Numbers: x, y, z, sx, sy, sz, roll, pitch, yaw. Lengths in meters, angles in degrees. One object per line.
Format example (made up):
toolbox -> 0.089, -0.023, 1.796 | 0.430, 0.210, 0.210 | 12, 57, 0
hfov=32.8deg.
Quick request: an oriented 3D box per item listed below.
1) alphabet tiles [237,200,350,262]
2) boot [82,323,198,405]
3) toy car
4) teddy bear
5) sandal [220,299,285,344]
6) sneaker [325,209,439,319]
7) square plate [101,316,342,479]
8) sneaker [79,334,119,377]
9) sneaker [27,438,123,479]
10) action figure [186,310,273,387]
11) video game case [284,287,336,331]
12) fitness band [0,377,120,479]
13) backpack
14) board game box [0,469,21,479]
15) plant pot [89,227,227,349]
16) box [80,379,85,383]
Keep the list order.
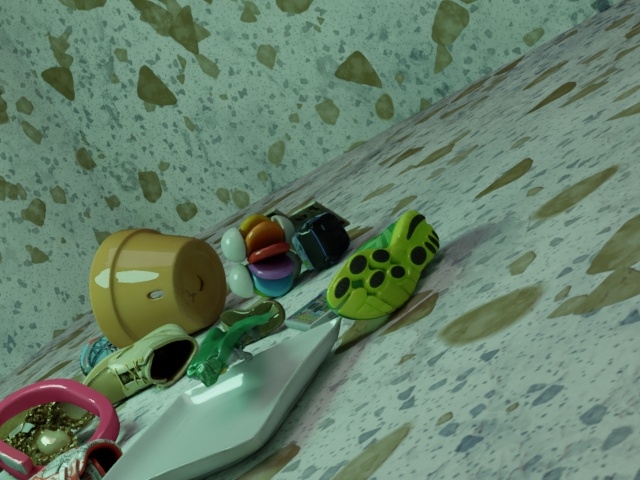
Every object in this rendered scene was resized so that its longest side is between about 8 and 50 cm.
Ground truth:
alphabet tiles -> -0.062, -0.013, 2.379 | 0.237, 0.198, 0.009 | -28, 49, 31
boot -> -0.366, 0.266, 2.178 | 0.262, 0.095, 0.203 | -32, 10, -12
toy car -> -0.109, 0.039, 2.261 | 0.159, 0.182, 0.136 | -18, 19, -24
teddy bear -> -0.575, 0.398, 2.161 | 0.338, 0.113, 0.245 | -27, 33, 22
sandal -> -0.119, 0.148, 2.023 | 0.180, 0.072, 0.049 | -22, -2, 44
sneaker -> 0.092, 0.057, 1.710 | 0.123, 0.109, 0.295 | -42, -3, 37
square plate -> -0.146, 0.260, 1.562 | 0.344, 0.049, 0.347 | -28, 11, 29
sneaker -> -0.462, 0.237, 2.575 | 0.125, 0.104, 0.262 | -34, 6, 43
sneaker -> -0.415, 0.395, 1.646 | 0.145, 0.090, 0.270 | -28, 8, 45
action figure -> -0.150, 0.176, 1.670 | 0.137, 0.063, 0.232 | -29, 5, 14
video game case -> 0.016, 0.110, 1.897 | 0.143, 0.019, 0.157 | -36, 10, -15
fitness band -> -0.491, 0.343, 1.974 | 0.291, 0.054, 0.209 | 16, 41, 44
backpack -> 0.000, 0.000, 2.264 | 0.084, 0.105, 0.114 | -26, 9, 35
board game box -> -0.569, 0.464, 1.887 | 0.103, 0.026, 0.154 | 14, 42, 42
plant pot -> -0.349, 0.106, 2.464 | 0.203, 0.291, 0.291 | -8, 21, 30
box -> -0.519, 0.344, 2.409 | 0.083, 0.052, 0.062 | -39, 11, -26
